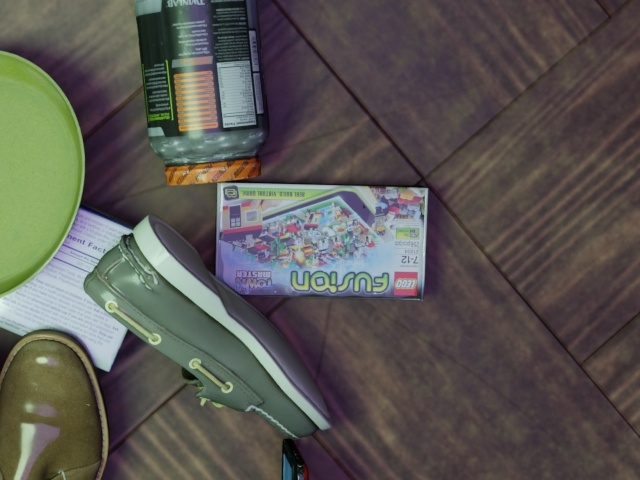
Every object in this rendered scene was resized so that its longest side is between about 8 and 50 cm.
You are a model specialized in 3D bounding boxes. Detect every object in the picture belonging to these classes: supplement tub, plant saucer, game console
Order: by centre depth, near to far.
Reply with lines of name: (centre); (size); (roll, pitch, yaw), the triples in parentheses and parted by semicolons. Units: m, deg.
plant saucer: (-0.319, -0.057, 1.517); (0.241, 0.037, 0.241); (-3, 81, 20)
supplement tub: (-0.110, -0.150, 1.534); (0.117, 0.117, 0.190); (-6, 95, -6)
game console: (-0.060, 0.261, 1.553); (0.085, 0.144, 0.124); (0, 94, -7)

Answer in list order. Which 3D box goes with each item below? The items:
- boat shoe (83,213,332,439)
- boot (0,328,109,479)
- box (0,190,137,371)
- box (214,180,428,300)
boat shoe: (-0.099, 0.099, 1.528); (0.091, 0.109, 0.305); (-38, 126, 7)
boot: (-0.265, 0.237, 1.516); (0.112, 0.115, 0.305); (8, 104, 1)
box: (-0.232, 0.036, 1.556); (0.126, 0.072, 0.137); (24, 92, -7)
box: (0.000, 0.000, 1.596); (0.207, 0.036, 0.114); (1, 94, -6)
